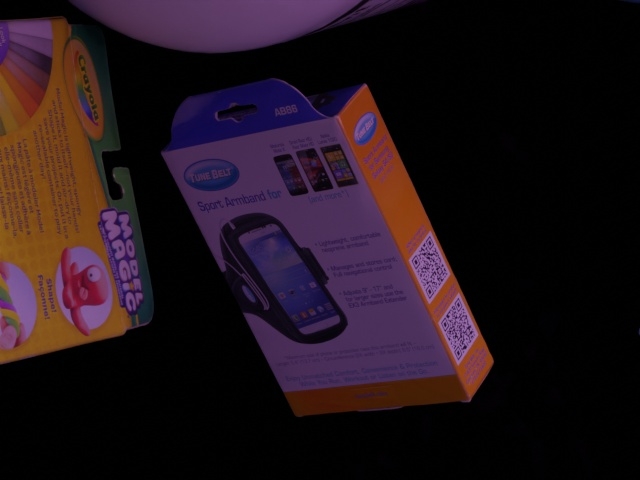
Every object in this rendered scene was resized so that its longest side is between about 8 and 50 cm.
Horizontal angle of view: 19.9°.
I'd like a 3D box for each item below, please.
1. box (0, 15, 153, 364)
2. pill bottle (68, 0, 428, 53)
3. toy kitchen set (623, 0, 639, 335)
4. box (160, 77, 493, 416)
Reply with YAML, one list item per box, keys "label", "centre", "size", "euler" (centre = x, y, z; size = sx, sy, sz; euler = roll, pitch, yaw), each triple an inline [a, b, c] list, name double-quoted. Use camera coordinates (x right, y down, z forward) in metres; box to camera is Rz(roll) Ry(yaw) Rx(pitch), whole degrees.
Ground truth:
- label: "box"
  centre: [-0.122, -0.010, 0.529]
  size: [0.179, 0.043, 0.105]
  euler: [-11, 91, -52]
- label: "pill bottle"
  centre: [0.004, -0.165, 0.616]
  size: [0.323, 0.181, 0.181]
  euler: [-23, 101, -53]
- label: "toy kitchen set"
  centre: [0.176, -0.055, 0.927]
  size: [0.122, 0.166, 0.207]
  euler: [-2, 48, -54]
- label: "box"
  centre: [0.000, 0.000, 0.658]
  size: [0.028, 0.081, 0.136]
  euler: [-48, 121, -47]
